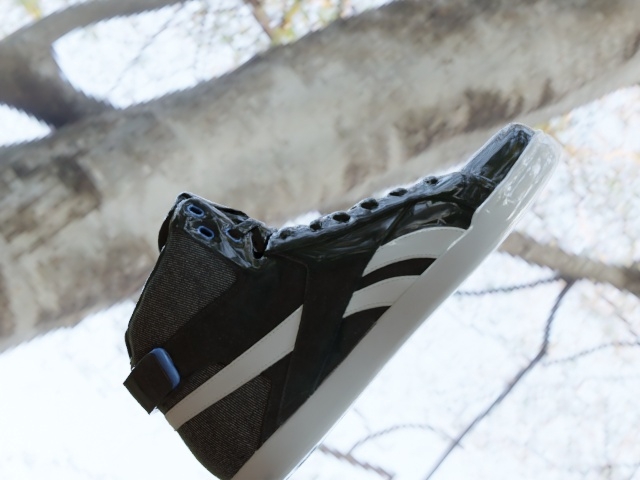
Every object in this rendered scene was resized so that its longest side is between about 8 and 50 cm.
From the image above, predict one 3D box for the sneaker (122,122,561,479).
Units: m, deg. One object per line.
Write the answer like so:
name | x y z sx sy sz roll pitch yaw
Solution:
sneaker | 0.000 0.000 0.751 0.121 0.217 0.079 42 -13 3
